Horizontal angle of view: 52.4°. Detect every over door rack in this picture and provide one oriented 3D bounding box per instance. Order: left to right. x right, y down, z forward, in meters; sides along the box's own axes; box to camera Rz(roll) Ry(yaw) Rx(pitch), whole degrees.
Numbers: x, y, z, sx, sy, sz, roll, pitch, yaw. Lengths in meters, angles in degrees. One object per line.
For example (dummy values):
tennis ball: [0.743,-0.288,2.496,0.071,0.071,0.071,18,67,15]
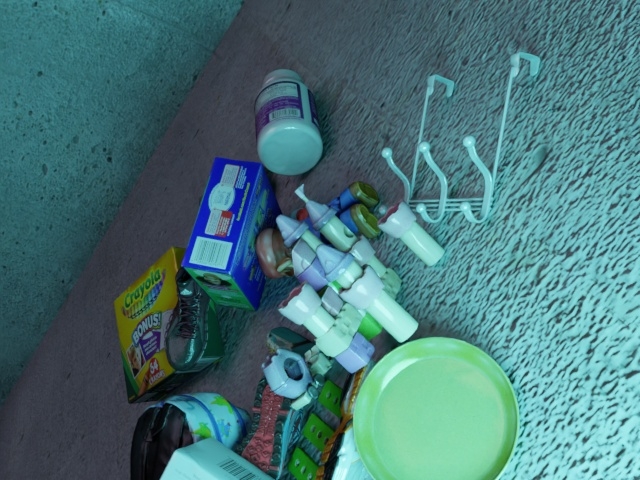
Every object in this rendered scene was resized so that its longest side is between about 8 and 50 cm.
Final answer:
over door rack: [0.233,-0.191,1.189,0.239,0.108,0.324,4,70,57]

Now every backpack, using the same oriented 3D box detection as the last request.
backpack: [-0.255,0.481,1.286,0.290,0.273,0.355,-16,89,45]

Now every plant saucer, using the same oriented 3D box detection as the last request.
plant saucer: [0.165,0.259,0.936,0.241,0.037,0.241,-12,58,20]

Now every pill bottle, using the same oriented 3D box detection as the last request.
pill bottle: [-0.091,-0.325,1.733,0.169,0.169,0.301,-44,35,31]

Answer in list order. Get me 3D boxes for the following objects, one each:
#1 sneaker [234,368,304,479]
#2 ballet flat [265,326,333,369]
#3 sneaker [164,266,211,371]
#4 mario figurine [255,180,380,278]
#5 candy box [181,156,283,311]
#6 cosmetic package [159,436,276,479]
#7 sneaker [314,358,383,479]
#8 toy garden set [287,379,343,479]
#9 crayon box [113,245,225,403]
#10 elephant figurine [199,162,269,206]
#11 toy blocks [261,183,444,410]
sneaker: [-0.080,0.384,1.229,0.104,0.125,0.262,6,65,31]
ballet flat: [-0.040,0.242,1.327,0.241,0.091,0.077,-159,64,-64]
sneaker: [-0.325,0.161,1.555,0.162,0.106,0.281,86,-169,-68]
mario figurine: [0.000,0.000,1.433,0.320,0.170,0.198,-27,9,32]
candy box: [-0.193,-0.004,1.526,0.317,0.122,0.268,73,-151,-68]
cosmetic package: [-0.213,0.554,1.060,0.217,0.156,0.385,28,89,17]
sneaker: [0.077,0.322,1.012,0.099,0.121,0.262,134,159,-67]
toy garden set: [0.025,0.393,1.126,0.204,0.049,0.244,18,82,62]
crayon box: [-0.430,0.239,1.794,0.363,0.106,0.313,-37,61,38]
elephant figurine: [-0.208,-0.131,1.801,0.239,0.169,0.186,-41,63,8]
toy blocks: [0.001,0.063,1.113,0.309,0.260,0.288,-42,9,35]
